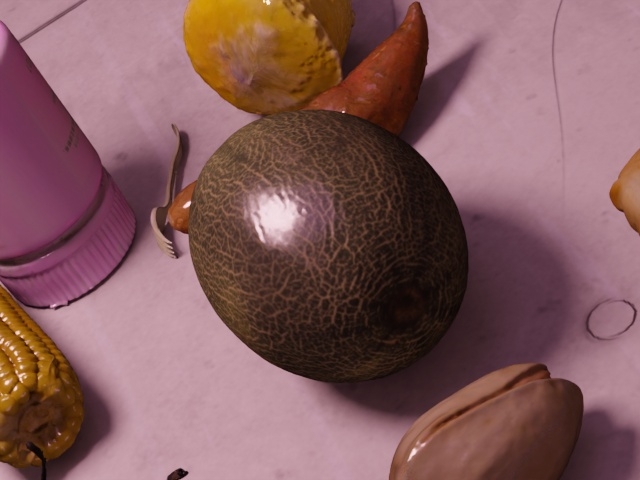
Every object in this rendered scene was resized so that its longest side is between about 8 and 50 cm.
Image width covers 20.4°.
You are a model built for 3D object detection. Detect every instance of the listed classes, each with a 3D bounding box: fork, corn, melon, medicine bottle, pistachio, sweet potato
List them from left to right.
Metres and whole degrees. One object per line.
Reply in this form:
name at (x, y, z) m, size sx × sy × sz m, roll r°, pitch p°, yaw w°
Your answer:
corn at (-0.354, 0.114, 1.846) m, size 0.131 × 0.131 × 0.344 m, roll -41°, pitch 37°, yaw -10°
medicine bottle at (-0.338, -0.082, 1.908) m, size 0.178 × 0.291 × 0.178 m, roll -19°, pitch 41°, yaw 17°
fork at (-0.171, -0.062, 1.980) m, size 0.028 × 0.034 × 0.219 m, roll -14°, pitch 42°, yaw 10°
melon at (0.000, 0.000, 1.631) m, size 0.237 × 0.237 × 0.301 m, roll -40°, pitch 36°, yaw -9°
sweet potato at (0.001, -0.104, 1.860) m, size 0.354 × 0.095 × 0.106 m, roll -40°, pitch 83°, yaw -6°
pistachio at (0.135, 0.171, 1.447) m, size 0.185 × 0.124 × 0.124 m, roll -44°, pitch 39°, yaw -19°

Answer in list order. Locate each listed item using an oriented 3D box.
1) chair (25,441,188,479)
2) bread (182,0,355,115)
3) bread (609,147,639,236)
chair at (-0.229, 0.294, 1.601) m, size 0.213 × 0.149 × 0.174 m, roll 122°, pitch 160°, yaw -44°
bread at (-0.050, -0.234, 1.968) m, size 0.197 × 0.197 × 0.170 m, roll -5°, pitch 39°, yaw 31°
bread at (0.343, -0.021, 1.543) m, size 0.134 × 0.081 × 0.225 m, roll -34°, pitch 40°, yaw 8°
